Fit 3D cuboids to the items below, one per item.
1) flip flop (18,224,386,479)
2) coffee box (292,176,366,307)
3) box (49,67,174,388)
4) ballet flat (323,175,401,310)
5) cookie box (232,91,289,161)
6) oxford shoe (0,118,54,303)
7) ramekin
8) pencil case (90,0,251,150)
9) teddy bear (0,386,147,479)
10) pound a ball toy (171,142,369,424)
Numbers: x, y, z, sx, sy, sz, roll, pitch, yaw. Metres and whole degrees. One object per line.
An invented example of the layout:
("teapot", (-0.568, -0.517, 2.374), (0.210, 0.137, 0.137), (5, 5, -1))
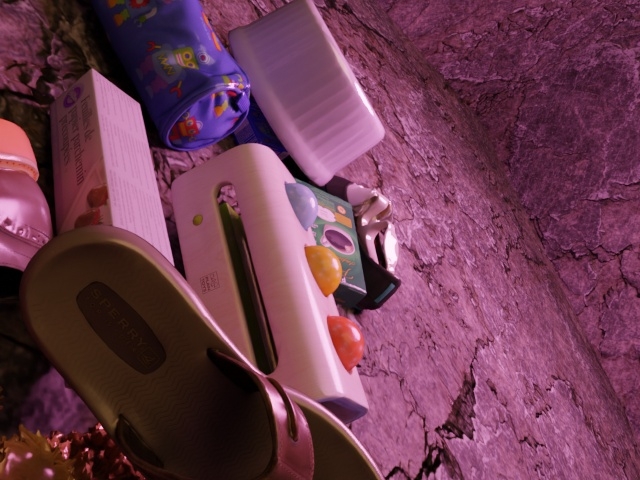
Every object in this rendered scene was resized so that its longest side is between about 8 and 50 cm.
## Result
("flip flop", (-0.060, 0.105, 0.344), (0.277, 0.112, 0.080), (52, -13, -13))
("coffee box", (0.000, 0.000, 0.838), (0.113, 0.040, 0.184), (22, 39, -28))
("box", (-0.176, -0.022, 0.498), (0.067, 0.063, 0.324), (38, 22, -49))
("ballet flat", (0.076, -0.017, 0.950), (0.095, 0.096, 0.280), (29, 37, -40))
("cookie box", (-0.098, -0.174, 0.890), (0.092, 0.040, 0.107), (3, 58, -61))
("oxford shoe", (-0.277, 0.007, 0.282), (0.363, 0.130, 0.133), (-18, 83, -62))
("ramekin", (-0.012, -0.237, 0.929), (0.277, 0.135, 0.277), (57, 11, -17))
("pencil case", (-0.193, -0.264, 0.728), (0.306, 0.133, 0.119), (62, 3, 10))
("teddy bear", (-0.189, 0.169, 0.293), (0.338, 0.113, 0.245), (5, 62, -68))
("pound a ball toy", (-0.049, 0.052, 0.546), (0.208, 0.135, 0.319), (51, 18, -59))
